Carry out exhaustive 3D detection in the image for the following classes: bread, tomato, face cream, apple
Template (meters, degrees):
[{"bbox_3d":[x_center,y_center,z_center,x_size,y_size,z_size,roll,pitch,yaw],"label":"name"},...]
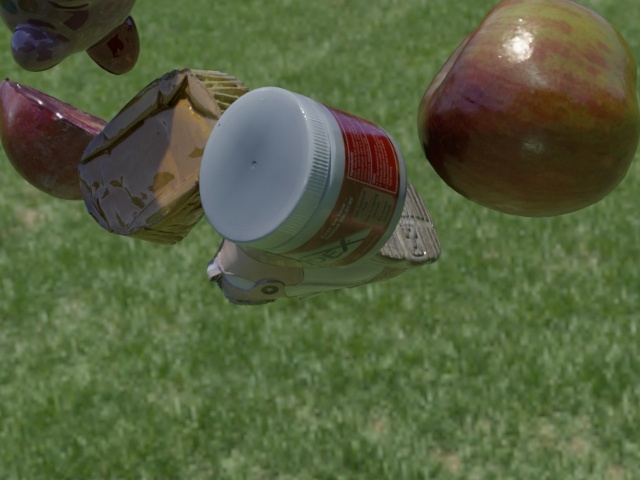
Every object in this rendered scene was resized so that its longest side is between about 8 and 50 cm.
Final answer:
[{"bbox_3d":[-0.211,-0.124,1.938,0.204,0.288,0.156,53,25,22],"label":"bread"},{"bbox_3d":[-0.503,-0.174,2.487,0.309,0.170,0.309,26,3,-2],"label":"tomato"},{"bbox_3d":[-0.020,-0.075,1.638,0.201,0.201,0.187,10,-3,44],"label":"face cream"},{"bbox_3d":[0.280,-0.162,1.671,0.301,0.302,0.301,-6,17,2],"label":"apple"}]

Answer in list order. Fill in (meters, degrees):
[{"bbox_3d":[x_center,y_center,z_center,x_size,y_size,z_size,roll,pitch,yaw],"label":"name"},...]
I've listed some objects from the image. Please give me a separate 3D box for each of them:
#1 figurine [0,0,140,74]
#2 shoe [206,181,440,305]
[{"bbox_3d":[-0.393,-0.402,2.041,0.261,0.270,0.211,-19,62,-48],"label":"figurine"},{"bbox_3d":[0.000,-0.003,1.913,0.351,0.172,0.198,5,-33,-33],"label":"shoe"}]
